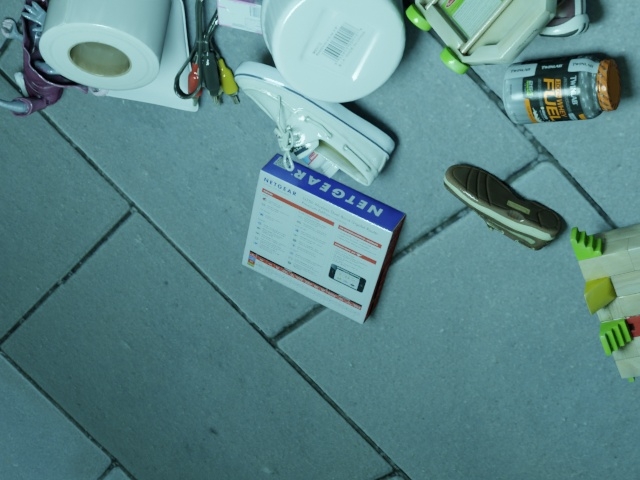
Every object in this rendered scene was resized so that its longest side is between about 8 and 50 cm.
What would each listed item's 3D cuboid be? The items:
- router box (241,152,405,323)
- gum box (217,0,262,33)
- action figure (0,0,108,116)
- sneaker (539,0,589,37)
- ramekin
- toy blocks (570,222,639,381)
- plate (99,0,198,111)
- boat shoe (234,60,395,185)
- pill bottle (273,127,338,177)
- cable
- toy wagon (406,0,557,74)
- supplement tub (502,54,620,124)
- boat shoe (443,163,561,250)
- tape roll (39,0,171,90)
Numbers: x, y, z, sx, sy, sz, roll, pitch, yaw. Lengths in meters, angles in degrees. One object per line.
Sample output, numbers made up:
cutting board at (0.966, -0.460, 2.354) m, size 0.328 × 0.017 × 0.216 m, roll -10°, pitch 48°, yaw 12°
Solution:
router box at (0.000, 0.000, 2.319) m, size 0.336 × 0.082 × 0.301 m, roll 26°, pitch 133°, yaw 12°
gum box at (-0.098, -0.463, 2.014) m, size 0.188 × 0.107 × 0.062 m, roll 17°, pitch 130°, yaw 20°
action figure at (-0.631, -0.408, 2.349) m, size 0.276 × 0.248 × 0.370 m, roll 13°, pitch 160°, yaw -16°
sneaker at (0.342, -0.449, 1.781) m, size 0.281 × 0.106 × 0.162 m, roll 9°, pitch 110°, yaw 29°
ramekin at (0.029, -0.393, 1.886) m, size 0.277 × 0.135 × 0.277 m, roll -4°, pitch 128°, yaw -5°
toy blocks at (0.672, 0.106, 1.947) m, size 0.261 × 0.190 × 0.381 m, roll -14°, pitch 114°, yaw 26°
plate at (-0.399, -0.439, 2.259) m, size 0.277 × 0.045 × 0.278 m, roll 13°, pitch 129°, yaw 24°
boat shoe at (-0.034, -0.218, 2.060) m, size 0.367 × 0.156 × 0.136 m, roll 30°, pitch 169°, yaw -17°
pill bottle at (-0.017, -0.212, 2.167) m, size 0.160 × 0.087 × 0.087 m, roll 42°, pitch 134°, yaw -3°
cable at (-0.254, -0.413, 2.166) m, size 0.140 × 0.072 × 0.287 m, roll -4°, pitch 118°, yaw -3°
toy wagon at (0.264, -0.466, 1.744) m, size 0.267 × 0.068 × 0.344 m, roll -48°, pitch 57°, yaw 26°
supplement tub at (0.437, -0.274, 1.823) m, size 0.190 × 0.117 × 0.117 m, roll -1°, pitch 122°, yaw 32°
boat shoe at (0.357, -0.057, 2.054) m, size 0.257 × 0.095 × 0.095 m, roll 32°, pitch 140°, yaw 7°
tape roll at (-0.438, -0.440, 2.062) m, size 0.246 × 0.169 × 0.246 m, roll 5°, pitch 158°, yaw 2°
